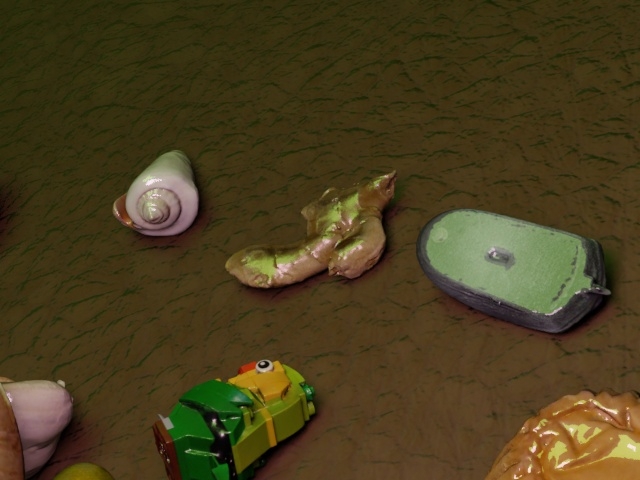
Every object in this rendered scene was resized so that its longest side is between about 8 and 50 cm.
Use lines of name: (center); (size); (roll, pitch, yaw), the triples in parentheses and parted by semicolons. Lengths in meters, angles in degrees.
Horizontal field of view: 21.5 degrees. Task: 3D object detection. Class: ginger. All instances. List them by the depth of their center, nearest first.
ginger: (-0.006, -0.005, 1.963); (0.214, 0.059, 0.133); (-14, 51, 19)

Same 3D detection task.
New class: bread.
bread: (0.257, 0.238, 1.492); (0.274, 0.149, 0.274); (-11, 44, 11)

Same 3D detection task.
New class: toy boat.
toy boat: (-0.364, 0.274, 1.772); (0.099, 0.108, 0.293); (22, 99, 15)

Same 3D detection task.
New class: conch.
conch: (-0.204, -0.067, 2.112); (0.104, 0.094, 0.176); (-59, 25, 28)

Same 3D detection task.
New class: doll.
doll: (-0.087, 0.196, 1.764); (0.134, 0.106, 0.186); (18, 42, 35)

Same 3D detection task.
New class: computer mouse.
computer mouse: (0.210, 0.030, 1.792); (0.229, 0.068, 0.113); (20, 78, 29)

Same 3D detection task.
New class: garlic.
garlic: (-0.378, 0.215, 1.899); (0.229, 0.178, 0.143); (-11, 73, 46)

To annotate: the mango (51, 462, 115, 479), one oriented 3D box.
mango: (-0.288, 0.337, 1.711); (0.289, 0.129, 0.146); (-53, 7, -34)
